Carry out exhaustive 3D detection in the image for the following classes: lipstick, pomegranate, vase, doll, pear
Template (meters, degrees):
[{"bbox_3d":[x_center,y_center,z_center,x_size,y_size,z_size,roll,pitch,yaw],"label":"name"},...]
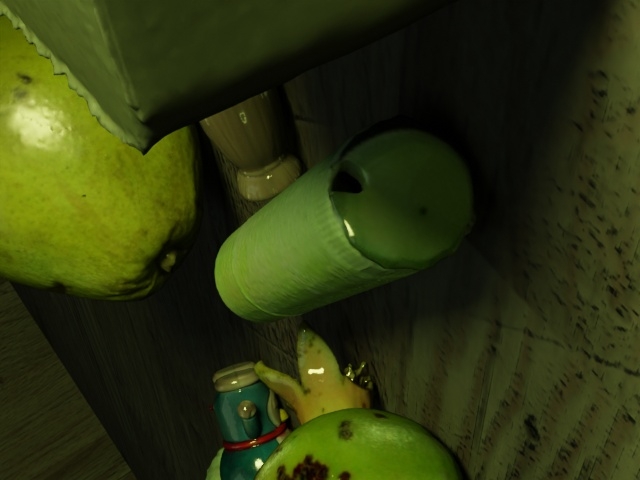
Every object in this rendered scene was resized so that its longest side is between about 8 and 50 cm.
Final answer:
[{"bbox_3d":[0.000,0.000,0.702,0.076,0.076,0.304,60,162,-1],"label":"lipstick"},{"bbox_3d":[0.007,0.161,0.823,0.220,0.156,0.156,53,161,34],"label":"pomegranate"},{"bbox_3d":[-0.046,-0.075,0.749,0.053,0.053,0.101,35,154,53],"label":"vase"},{"bbox_3d":[-0.057,0.190,1.150,0.114,0.085,0.152,-148,41,-83],"label":"doll"},{"bbox_3d":[-0.200,-0.070,0.925,0.269,0.212,0.212,45,158,18],"label":"pear"}]

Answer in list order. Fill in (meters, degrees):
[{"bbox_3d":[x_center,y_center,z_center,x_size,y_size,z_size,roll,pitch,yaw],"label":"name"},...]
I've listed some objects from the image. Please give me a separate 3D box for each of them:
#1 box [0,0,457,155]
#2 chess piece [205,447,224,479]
[{"bbox_3d":[-0.050,-0.156,0.426,0.274,0.178,0.138,41,154,44],"label":"box"},{"bbox_3d":[-0.046,0.346,1.293,0.176,0.175,0.298,98,151,-62],"label":"chess piece"}]
